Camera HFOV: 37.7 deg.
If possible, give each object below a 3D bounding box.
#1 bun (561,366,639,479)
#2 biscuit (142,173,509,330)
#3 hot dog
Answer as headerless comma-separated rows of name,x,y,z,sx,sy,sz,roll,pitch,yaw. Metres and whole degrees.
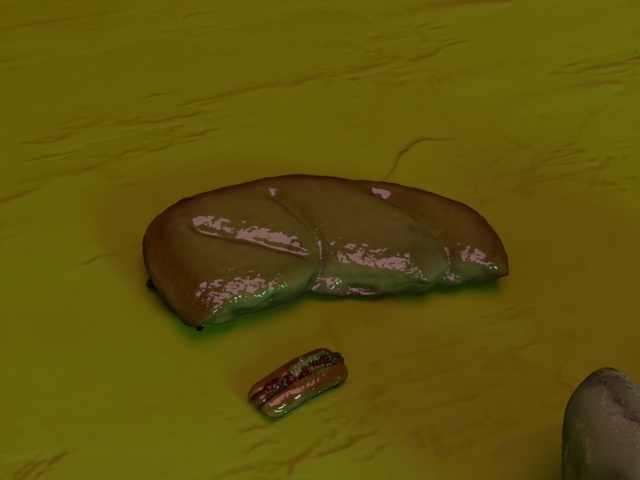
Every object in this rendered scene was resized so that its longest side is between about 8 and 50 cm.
bun,0.216,0.169,0.593,0.183,0.102,0.183,40,11,-10
biscuit,0.000,-0.003,0.794,0.299,0.045,0.154,-8,45,-15
hot dog,-0.014,0.103,0.699,0.083,0.021,0.037,-29,56,-29
